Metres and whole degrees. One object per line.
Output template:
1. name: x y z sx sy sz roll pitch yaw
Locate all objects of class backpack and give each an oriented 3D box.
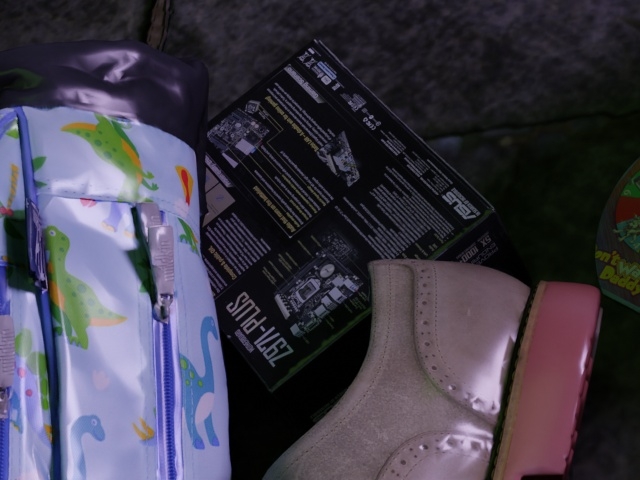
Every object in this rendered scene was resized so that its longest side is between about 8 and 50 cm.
1. backpack: -0.174 0.105 0.786 0.290 0.273 0.355 -21 77 30

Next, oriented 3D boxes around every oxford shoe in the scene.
1. oxford shoe: 0.024 0.162 0.716 0.130 0.123 0.348 15 57 11

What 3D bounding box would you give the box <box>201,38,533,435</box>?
1. box: 0.000 0.000 0.889 0.147 0.077 0.180 -39 49 -4

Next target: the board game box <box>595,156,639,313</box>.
1. board game box: 0.217 -0.010 0.823 0.169 0.033 0.133 30 73 38
